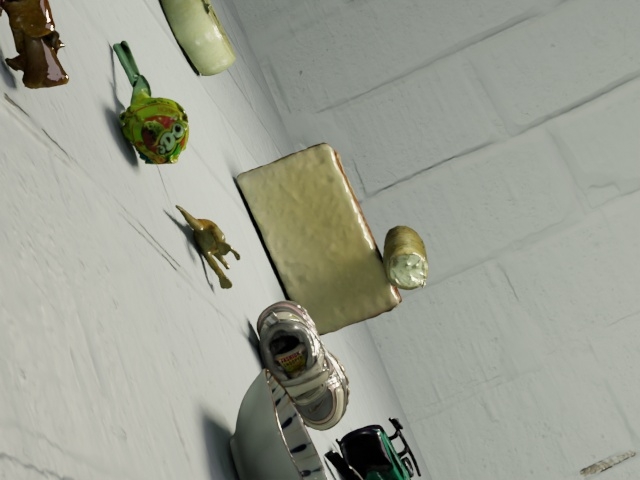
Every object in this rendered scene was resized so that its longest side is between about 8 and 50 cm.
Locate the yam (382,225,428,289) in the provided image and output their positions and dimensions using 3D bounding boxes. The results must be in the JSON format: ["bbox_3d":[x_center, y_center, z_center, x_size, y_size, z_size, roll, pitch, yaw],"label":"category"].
[{"bbox_3d":[0.143,0.021,2.119,0.371,0.083,0.083,-77,143,-82],"label":"yam"}]

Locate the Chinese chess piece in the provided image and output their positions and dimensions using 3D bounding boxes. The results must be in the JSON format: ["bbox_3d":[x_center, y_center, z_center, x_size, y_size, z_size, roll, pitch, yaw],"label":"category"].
[{"bbox_3d":[-0.222,-0.393,2.260,0.188,0.083,0.188,62,4,-8],"label":"Chinese chess piece"}]

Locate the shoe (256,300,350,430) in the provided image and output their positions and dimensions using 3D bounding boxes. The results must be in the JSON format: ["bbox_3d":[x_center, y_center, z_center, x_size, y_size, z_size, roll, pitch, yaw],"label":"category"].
[{"bbox_3d":[-0.023,0.162,1.597,0.180,0.089,0.092,63,3,4],"label":"shoe"}]

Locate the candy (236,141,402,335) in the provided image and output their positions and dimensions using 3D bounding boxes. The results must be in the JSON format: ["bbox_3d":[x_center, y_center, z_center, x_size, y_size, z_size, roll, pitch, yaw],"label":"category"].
[{"bbox_3d":[0.000,0.000,2.142,0.135,0.179,0.320,7,59,-84],"label":"candy"}]

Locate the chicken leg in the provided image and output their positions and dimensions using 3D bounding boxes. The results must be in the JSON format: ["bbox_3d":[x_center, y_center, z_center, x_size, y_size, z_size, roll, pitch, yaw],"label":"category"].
[{"bbox_3d":[-0.253,-0.224,1.010,0.101,0.085,0.207,-6,-75,59],"label":"chicken leg"}]

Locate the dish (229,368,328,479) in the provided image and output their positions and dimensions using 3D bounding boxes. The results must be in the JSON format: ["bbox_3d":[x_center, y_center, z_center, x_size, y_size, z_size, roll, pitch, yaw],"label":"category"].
[{"bbox_3d":[-0.042,0.223,1.204,0.191,0.066,0.190,-24,90,-87],"label":"dish"}]

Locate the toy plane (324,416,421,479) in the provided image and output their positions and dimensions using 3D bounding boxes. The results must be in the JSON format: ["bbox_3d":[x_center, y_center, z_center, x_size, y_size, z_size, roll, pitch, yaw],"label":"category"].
[{"bbox_3d":[0.112,0.406,1.869,0.155,0.106,0.381,-94,161,-60],"label":"toy plane"}]

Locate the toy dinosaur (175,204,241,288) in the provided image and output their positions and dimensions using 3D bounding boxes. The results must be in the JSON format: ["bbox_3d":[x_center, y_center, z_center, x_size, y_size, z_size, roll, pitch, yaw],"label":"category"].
[{"bbox_3d":[-0.144,-0.014,1.501,0.162,0.039,0.126,57,-1,-34],"label":"toy dinosaur"}]

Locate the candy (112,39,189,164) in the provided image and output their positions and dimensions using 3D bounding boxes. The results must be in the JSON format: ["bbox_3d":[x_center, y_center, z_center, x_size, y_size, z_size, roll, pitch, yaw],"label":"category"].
[{"bbox_3d":[-0.210,-0.170,1.438,0.262,0.073,0.077,-120,-160,-51],"label":"candy"}]
